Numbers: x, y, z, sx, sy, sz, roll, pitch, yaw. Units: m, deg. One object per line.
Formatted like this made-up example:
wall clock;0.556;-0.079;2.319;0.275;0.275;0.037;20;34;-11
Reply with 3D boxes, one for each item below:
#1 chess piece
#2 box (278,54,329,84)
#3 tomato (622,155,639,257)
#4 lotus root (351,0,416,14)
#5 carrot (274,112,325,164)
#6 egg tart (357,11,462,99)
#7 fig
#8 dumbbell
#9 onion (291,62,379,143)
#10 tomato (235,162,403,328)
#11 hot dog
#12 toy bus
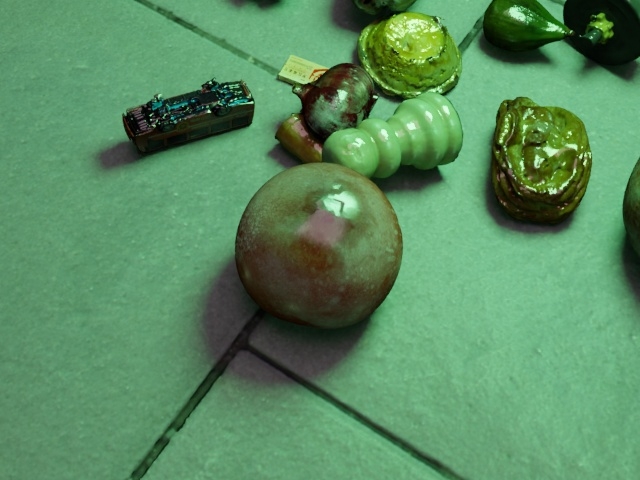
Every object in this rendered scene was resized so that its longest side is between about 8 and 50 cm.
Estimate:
chess piece;0.114;-0.165;1.636;0.243;0.133;0.133;-21;61;-28
box;-0.027;-0.317;1.814;0.093;0.015;0.058;22;61;10
tomato;0.661;-0.061;1.555;0.317;0.282;0.316;-5;51;6
lotus root;0.154;-0.568;1.889;0.158;0.140;0.322;-5;39;32
carrot;0.013;-0.141;1.686;0.205;0.072;0.072;43;65;12
egg tart;0.174;-0.366;1.817;0.212;0.090;0.212;1;63;-2
fig;0.405;-0.412;1.841;0.177;0.117;0.117;24;60;16
dumbbell;0.628;-0.491;1.864;0.185;0.185;0.388;39;63;19
onion;0.033;-0.263;1.696;0.151;0.098;0.206;30;39;-13
tomato;0.000;0.000;1.499;0.270;0.227;0.270;3;59;-5
hot dog;0.388;-0.163;1.687;0.175;0.114;0.259;6;59;-1
toy bus;-0.234;-0.221;1.695;0.235;0.096;0.073;-19;62;-15
